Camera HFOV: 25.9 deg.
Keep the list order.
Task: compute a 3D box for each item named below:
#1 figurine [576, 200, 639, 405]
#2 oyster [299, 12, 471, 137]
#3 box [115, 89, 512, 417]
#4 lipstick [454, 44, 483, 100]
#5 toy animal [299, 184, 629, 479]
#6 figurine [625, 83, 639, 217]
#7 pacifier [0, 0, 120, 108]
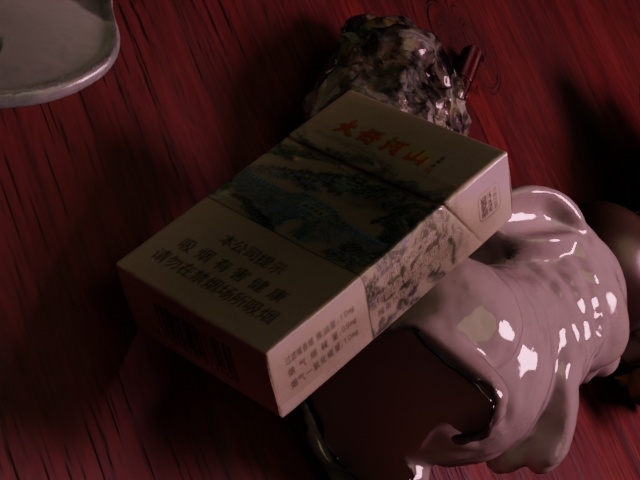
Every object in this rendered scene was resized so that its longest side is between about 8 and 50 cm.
[{"bbox_3d":[0.299,0.051,1.432,0.275,0.161,0.158,44,-3,-18],"label":"figurine"},{"bbox_3d":[0.061,-0.098,1.285,0.162,0.158,0.351,13,30,1],"label":"oyster"},{"bbox_3d":[0.000,0.000,1.032,0.256,0.164,0.069,-39,136,-28],"label":"box"},{"bbox_3d":[0.148,-0.159,1.519,0.027,0.027,0.176,43,39,-16],"label":"lipstick"},{"bbox_3d":[0.135,0.069,1.167,0.357,0.194,0.257,-29,82,-48],"label":"toy animal"},{"bbox_3d":[0.475,-0.052,1.635,0.323,0.231,0.340,44,43,-7],"label":"figurine"},{"bbox_3d":[-0.245,-0.254,0.961,0.288,0.269,0.343,15,43,-9],"label":"pacifier"}]
